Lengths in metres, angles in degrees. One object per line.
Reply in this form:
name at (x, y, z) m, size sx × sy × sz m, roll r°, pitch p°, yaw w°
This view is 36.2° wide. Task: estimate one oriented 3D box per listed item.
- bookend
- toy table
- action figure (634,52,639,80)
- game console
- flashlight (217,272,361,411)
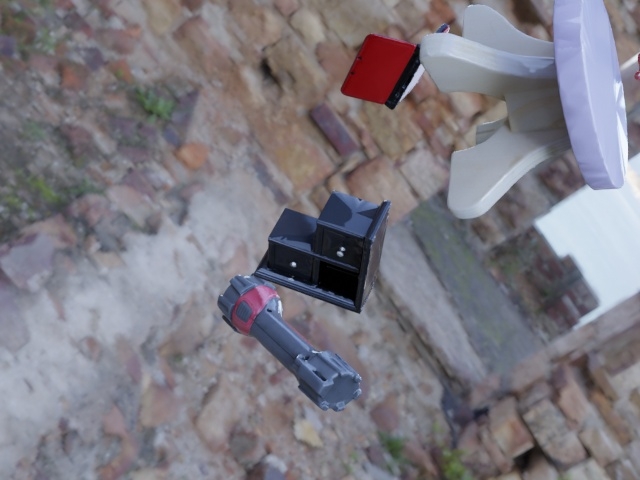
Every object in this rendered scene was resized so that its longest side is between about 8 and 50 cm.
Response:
bookend at (0.000, 0.000, 1.276) m, size 0.156 × 0.157 × 0.072 m, roll 20°, pitch 51°, yaw 10°
toy table at (0.218, -0.148, 1.014) m, size 0.274 × 0.161 × 0.252 m, roll 55°, pitch 40°, yaw -47°
action figure at (0.417, -0.241, 1.177) m, size 0.038 × 0.115 × 0.030 m, roll 23°, pitch 19°, yaw -44°
game console at (0.114, -0.277, 1.497) m, size 0.085 × 0.144 × 0.124 m, roll 38°, pitch 56°, yaw 5°
flashlight at (-0.049, 0.164, 1.581) m, size 0.304 × 0.103 × 0.103 m, roll 37°, pitch -31°, yaw 41°
